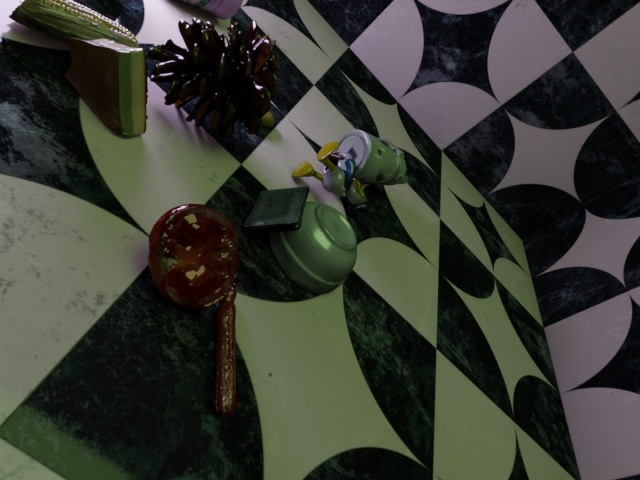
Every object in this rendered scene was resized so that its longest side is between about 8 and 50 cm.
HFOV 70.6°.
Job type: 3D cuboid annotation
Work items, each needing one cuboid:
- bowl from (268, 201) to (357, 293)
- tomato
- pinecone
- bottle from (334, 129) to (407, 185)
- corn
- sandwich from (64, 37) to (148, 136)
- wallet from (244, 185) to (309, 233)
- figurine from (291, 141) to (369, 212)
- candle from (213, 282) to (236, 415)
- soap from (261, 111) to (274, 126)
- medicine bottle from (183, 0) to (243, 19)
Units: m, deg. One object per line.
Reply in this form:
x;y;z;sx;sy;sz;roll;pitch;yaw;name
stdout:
0.000;0.000;1.435;0.307;0.163;0.307;34;33;-27;bowl
-0.300;0.032;1.038;0.201;0.140;0.232;-1;94;-44;tomato
-0.321;-0.488;1.343;0.385;0.384;0.384;32;37;-29;pinecone
0.243;-0.355;2.018;0.352;0.229;0.229;7;54;-45;bottle
-0.639;-0.556;1.199;0.305;0.122;0.123;12;58;-45;corn
-0.551;-0.397;1.169;0.186;0.219;0.108;20;30;18;sandwich
-0.127;-0.095;1.362;0.222;0.168;0.036;-77;158;-51;wallet
0.072;-0.231;1.785;0.338;0.205;0.283;49;23;-28;figurine
-0.217;0.233;1.032;0.051;0.048;0.329;-4;52;-5;candle
-0.227;-0.469;1.699;0.140;0.045;0.088;-15;75;-56;soap
-0.478;-1.025;1.765;0.326;0.212;0.211;0;59;-53;medicine bottle
